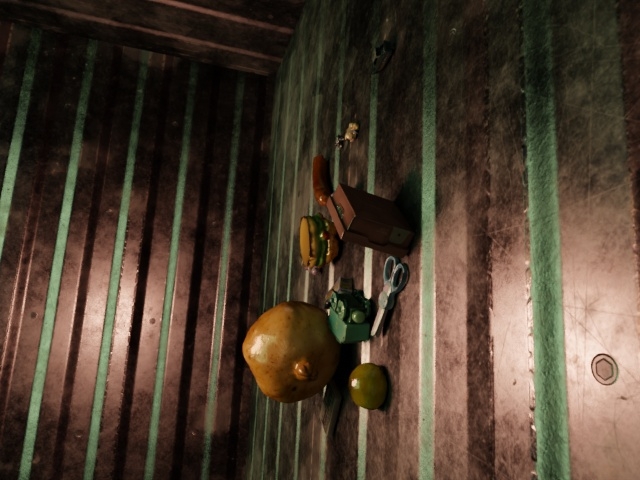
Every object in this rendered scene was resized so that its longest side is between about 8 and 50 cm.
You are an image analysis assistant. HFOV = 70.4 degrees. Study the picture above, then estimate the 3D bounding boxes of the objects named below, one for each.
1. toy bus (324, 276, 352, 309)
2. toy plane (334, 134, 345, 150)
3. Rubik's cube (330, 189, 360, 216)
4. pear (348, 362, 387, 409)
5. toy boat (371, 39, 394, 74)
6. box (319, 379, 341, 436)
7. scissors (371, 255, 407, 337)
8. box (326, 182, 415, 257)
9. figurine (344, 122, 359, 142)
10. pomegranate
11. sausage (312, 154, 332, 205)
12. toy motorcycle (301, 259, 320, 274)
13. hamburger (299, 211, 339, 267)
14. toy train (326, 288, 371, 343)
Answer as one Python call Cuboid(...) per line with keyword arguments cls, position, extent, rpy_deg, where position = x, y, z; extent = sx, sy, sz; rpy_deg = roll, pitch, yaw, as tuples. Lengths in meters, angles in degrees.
Cuboid(cls="toy bus", position=(0.065, 0.209, 1.756), extent=(0.190, 0.064, 0.075), rpy_deg=(122, 155, -57))
Cuboid(cls="toy plane", position=(0.082, -0.434, 1.993), extent=(0.078, 0.031, 0.084), rpy_deg=(-39, 48, 46))
Cuboid(cls="Rubik's cube", position=(0.095, -0.141, 1.728), extent=(0.092, 0.092, 0.093), rpy_deg=(141, 133, -68))
Cuboid(cls="pear", position=(0.134, 0.440, 1.375), extent=(0.141, 0.103, 0.141), rpy_deg=(-170, 90, -74))
Cuboid(cls="toy boat", position=(0.207, -0.635, 1.597), extent=(0.141, 0.059, 0.055), rpy_deg=(127, 144, -66))
Cuboid(cls="box", position=(0.038, 0.640, 1.736), extent=(0.115, 0.035, 0.178), rpy_deg=(-121, 40, -65))
Cuboid(cls="scissors", position=(0.200, 0.178, 1.365), extent=(0.125, 0.030, 0.256), rpy_deg=(-127, 48, -66))
Cuboid(cls="box", position=(0.144, -0.064, 1.330), extent=(0.086, 0.214, 0.215), rpy_deg=(-62, 24, 25))
Cuboid(cls="figurine", position=(0.132, -0.435, 1.811), extent=(0.050, 0.047, 0.084), rpy_deg=(3, 79, 59))
Cuboid(cls="pomegranate", position=(-0.092, 0.420, 1.693), extent=(0.410, 0.409, 0.411), rpy_deg=(-174, 90, -74))
Cuboid(cls="sausage", position=(0.005, -0.269, 2.109), extent=(0.103, 0.076, 0.303), rpy_deg=(115, 155, -49))
Cuboid(cls="toy motorcycle", position=(-0.033, 0.093, 2.117), extent=(0.225, 0.073, 0.153), rpy_deg=(136, 135, -64))
Cuboid(cls="hamburger", position=(0.000, 0.000, 1.907), extent=(0.237, 0.148, 0.238), rpy_deg=(178, 90, -78))
Cuboid(cls="toy train", position=(0.097, 0.261, 1.558), extent=(0.203, 0.112, 0.163), rpy_deg=(-138, 50, -71))
